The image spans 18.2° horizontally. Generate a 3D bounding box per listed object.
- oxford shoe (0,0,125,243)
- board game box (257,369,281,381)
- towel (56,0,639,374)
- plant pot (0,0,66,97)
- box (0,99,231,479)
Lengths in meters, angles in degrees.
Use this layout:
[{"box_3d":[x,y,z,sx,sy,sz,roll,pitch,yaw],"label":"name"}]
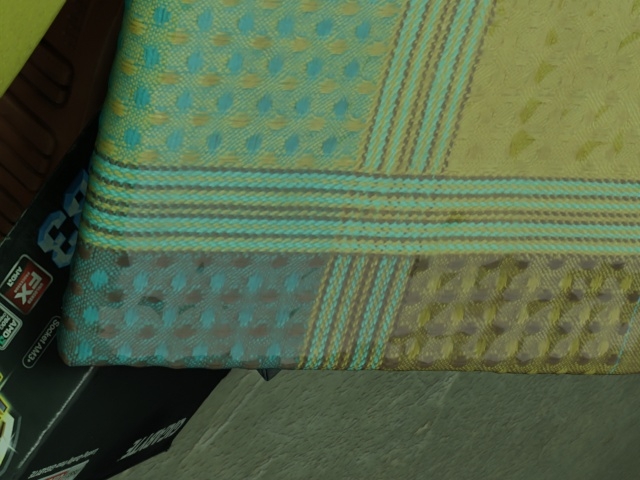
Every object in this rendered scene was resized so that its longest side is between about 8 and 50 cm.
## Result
[{"box_3d":[-0.095,-0.108,0.874,0.146,0.140,0.397,-23,154,-49],"label":"oxford shoe"},{"box_3d":[0.000,0.000,1.289,0.194,0.060,0.194,-28,155,-26],"label":"board game box"},{"box_3d":[0.063,-0.115,0.723,0.271,0.040,0.370,3,117,-26],"label":"towel"},{"box_3d":[-0.158,-0.166,0.614,0.187,0.212,0.212,-45,159,-21],"label":"plant pot"},{"box_3d":[-0.049,-0.012,0.905,0.293,0.073,0.295,-53,170,8],"label":"box"}]
